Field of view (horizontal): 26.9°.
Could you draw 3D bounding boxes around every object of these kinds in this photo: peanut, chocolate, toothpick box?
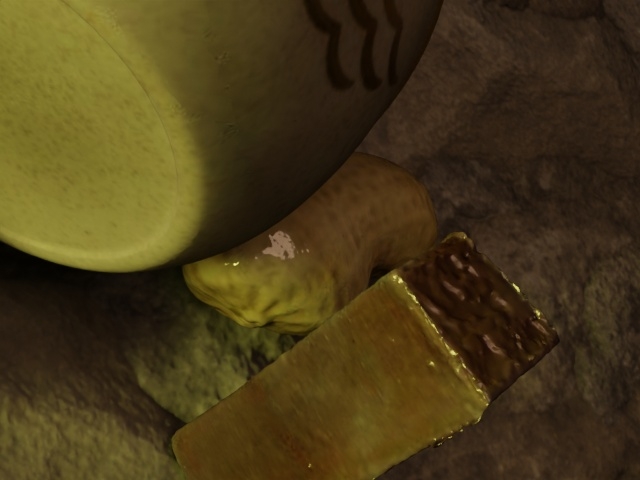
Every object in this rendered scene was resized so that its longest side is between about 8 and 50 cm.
[{"bbox_3d":[0.000,0.000,1.087,0.253,0.122,0.137,-29,100,-43],"label":"peanut"},{"bbox_3d":[0.012,0.116,0.939,0.112,0.321,0.112,-31,83,-46],"label":"chocolate"},{"bbox_3d":[-0.111,-0.224,0.915,0.409,0.409,0.425,43,53,-15],"label":"toothpick box"}]
